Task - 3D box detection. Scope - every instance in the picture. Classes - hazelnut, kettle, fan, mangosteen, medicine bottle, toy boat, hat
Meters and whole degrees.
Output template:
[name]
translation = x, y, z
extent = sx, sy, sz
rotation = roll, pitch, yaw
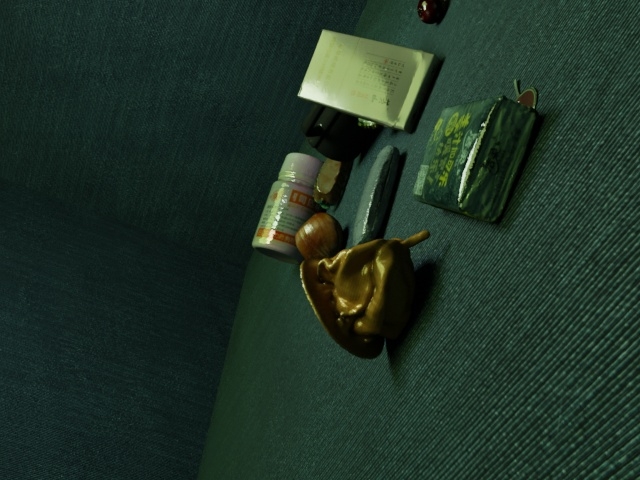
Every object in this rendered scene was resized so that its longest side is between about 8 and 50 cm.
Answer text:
[hazelnut]
translation = 0.000, 0.000, 1.799
extent = 0.150, 0.150, 0.150
rotation = -159, 90, -79
[kettle]
translation = 0.078, -0.423, 1.876
extent = 0.308, 0.262, 0.203
rotation = 129, 144, -52
[fan]
translation = 0.327, -0.226, 0.981
extent = 0.085, 0.005, 0.133
rotation = 122, 163, -47
[mangosteen]
translation = 0.308, -0.642, 1.652
extent = 0.081, 0.081, 0.081
rotation = -159, 90, -79
[medicine bottle]
translation = -0.101, -0.120, 2.270
extent = 0.219, 0.219, 0.388
rotation = 150, 141, -72
[toy boat]
translation = 0.055, -0.254, 2.091
extent = 0.099, 0.108, 0.293
rotation = 65, -137, -59
[hat]
translation = 0.121, 0.054, 1.114
extent = 0.233, 0.233, 0.244
rotation = -43, -7, 27

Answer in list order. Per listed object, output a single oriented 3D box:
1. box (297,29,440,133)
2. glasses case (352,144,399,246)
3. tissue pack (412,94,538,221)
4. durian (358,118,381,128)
[box]
translation = 0.120, -0.433, 1.597
extent = 0.051, 0.365, 0.205
rotation = 14, -80, -57
[glasses case]
translation = 0.139, -0.110, 1.504
extent = 0.109, 0.067, 0.282
rotation = 136, 151, -71
[tissue pack]
translation = 0.246, -0.138, 1.007
extent = 0.257, 0.081, 0.185
rotation = -134, 62, -78
[durian]
translation = 0.203, -0.400, 1.667
extent = 0.137, 0.095, 0.221
rotation = 33, 103, 42
